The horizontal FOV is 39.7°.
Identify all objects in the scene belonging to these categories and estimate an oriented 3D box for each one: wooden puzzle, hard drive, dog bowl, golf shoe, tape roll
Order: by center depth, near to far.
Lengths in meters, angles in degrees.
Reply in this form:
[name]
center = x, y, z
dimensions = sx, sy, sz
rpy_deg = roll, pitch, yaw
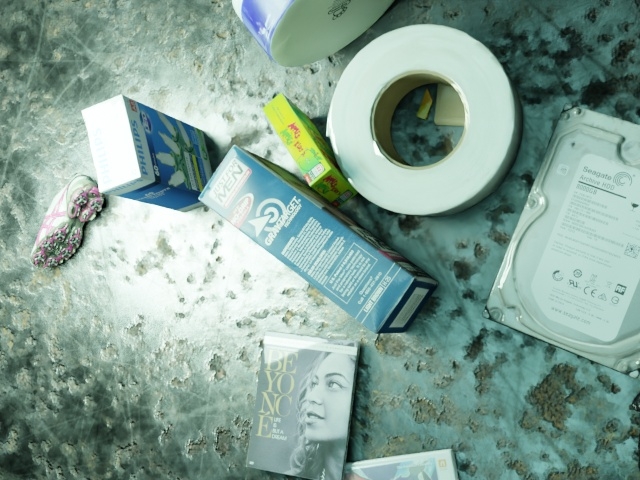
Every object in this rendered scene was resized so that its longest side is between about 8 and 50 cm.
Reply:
[hard drive]
center = 0.403, -0.003, 1.275
dimensions = 0.236, 0.064, 0.339
rpy_deg = 23, 92, 19
[dog bowl]
center = 0.003, -0.388, 1.342
dimensions = 0.265, 0.265, 0.104
rpy_deg = -37, 76, 12
[tape roll]
center = 0.158, -0.177, 1.345
dimensions = 0.286, 0.100, 0.286
rpy_deg = 0, 90, 20
[wooden puzzle]
center = 0.213, -0.216, 1.387
dimensions = 0.116, 0.014, 0.079
rpy_deg = 12, 93, 20
[golf shoe]
center = -0.456, -0.034, 1.580
dimensions = 0.186, 0.067, 0.086
rpy_deg = -52, 45, 8

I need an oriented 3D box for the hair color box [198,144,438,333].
[hair color box]
center = 0.000, 0.000, 1.354
dimensions = 0.347, 0.174, 0.105
rpy_deg = 36, 96, 18

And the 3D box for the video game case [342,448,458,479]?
[video game case]
center = 0.120, 0.423, 1.352
dimensions = 0.201, 0.023, 0.184
rpy_deg = -12, 81, 18

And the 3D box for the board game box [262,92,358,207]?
[board game box]
center = -0.017, -0.142, 1.388
dimensions = 0.043, 0.092, 0.181
rpy_deg = -39, 56, 11

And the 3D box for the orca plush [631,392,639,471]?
[orca plush]
center = 0.484, 0.250, 1.229
dimensions = 0.151, 0.102, 0.287
rpy_deg = 3, 95, -25

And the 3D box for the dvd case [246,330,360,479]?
[dvd case]
center = -0.028, 0.261, 1.409
dimensions = 0.164, 0.018, 0.221
rpy_deg = 5, 81, 23

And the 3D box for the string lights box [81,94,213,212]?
[string lights box]
center = -0.264, -0.130, 1.411
dimensions = 0.076, 0.259, 0.133
rpy_deg = -18, 80, 17
